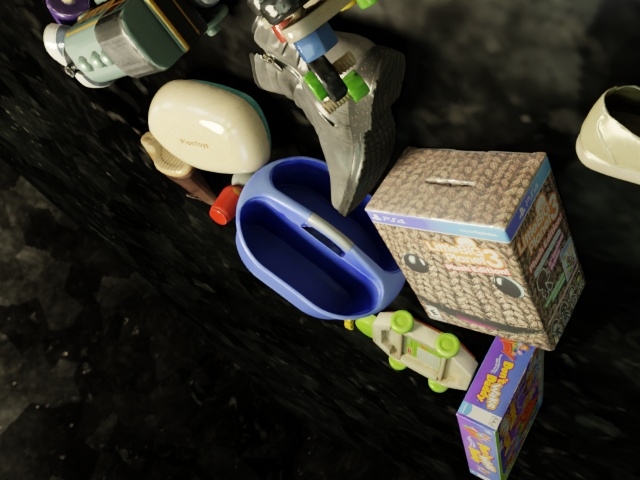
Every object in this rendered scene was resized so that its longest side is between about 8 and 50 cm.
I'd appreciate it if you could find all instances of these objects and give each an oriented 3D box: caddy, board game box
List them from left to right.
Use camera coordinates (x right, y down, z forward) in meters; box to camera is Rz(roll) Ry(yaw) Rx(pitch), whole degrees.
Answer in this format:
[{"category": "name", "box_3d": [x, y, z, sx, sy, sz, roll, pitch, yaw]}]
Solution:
[{"category": "caddy", "box_3d": [0.000, 0.000, 1.148, 0.341, 0.241, 0.179, 37, 162, -4]}, {"category": "board game box", "box_3d": [0.248, 0.010, 0.958, 0.232, 0.141, 0.291, 11, 146, 43]}, {"category": "board game box", "box_3d": [0.384, 0.346, 1.284, 0.078, 0.233, 0.347, 21, 152, 31]}]

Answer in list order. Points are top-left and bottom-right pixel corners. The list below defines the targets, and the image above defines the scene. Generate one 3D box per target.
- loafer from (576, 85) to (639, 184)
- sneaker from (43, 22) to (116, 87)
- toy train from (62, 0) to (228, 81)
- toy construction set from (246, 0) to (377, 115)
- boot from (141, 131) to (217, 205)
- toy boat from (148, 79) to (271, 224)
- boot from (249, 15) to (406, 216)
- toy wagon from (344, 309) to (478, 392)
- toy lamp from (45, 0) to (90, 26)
[{"category": "loafer", "box_3d": [0.394, -0.093, 0.625, 0.269, 0.102, 0.092, 19, 157, 34]}, {"category": "sneaker", "box_3d": [-0.406, -0.353, 1.210, 0.163, 0.086, 0.226, 4, 178, 7]}, {"category": "toy train", "box_3d": [-0.288, -0.336, 0.959, 0.334, 0.190, 0.142, 7, 143, 46]}, {"category": "toy construction set", "box_3d": [0.007, -0.336, 0.640, 0.309, 0.237, 0.257, 53, -174, 1]}, {"category": "boot", "box_3d": [-0.294, -0.152, 1.411, 0.248, 0.090, 0.207, 35, 171, 49]}, {"category": "toy boat", "box_3d": [-0.195, -0.183, 1.211, 0.268, 0.148, 0.318, 18, 143, 24]}, {"category": "boot", "box_3d": [0.002, -0.202, 0.954, 0.223, 0.118, 0.338, 31, 145, 17]}, {"category": "toy wagon", "box_3d": [0.220, 0.258, 1.541, 0.344, 0.068, 0.267, 27, 154, 20]}, {"category": "toy lamp", "box_3d": [-0.445, -0.465, 1.065, 0.080, 0.080, 0.274, 36, 157, -1]}]
